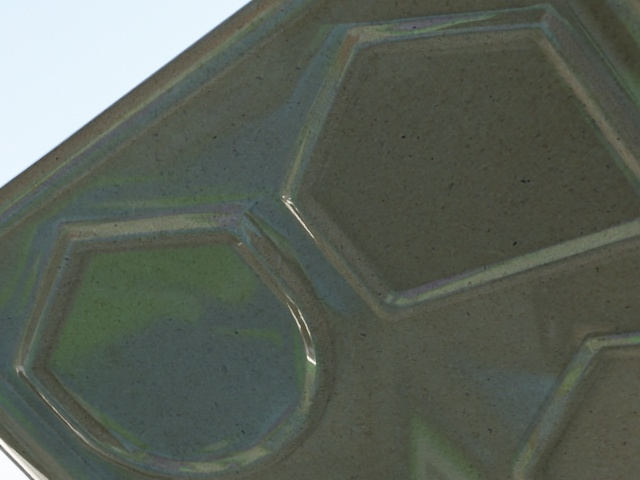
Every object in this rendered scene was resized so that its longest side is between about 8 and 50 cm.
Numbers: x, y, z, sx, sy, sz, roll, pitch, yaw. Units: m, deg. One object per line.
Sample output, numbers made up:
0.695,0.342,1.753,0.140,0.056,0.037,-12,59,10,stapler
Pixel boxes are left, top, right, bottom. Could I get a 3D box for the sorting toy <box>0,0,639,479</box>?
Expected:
0.000,0.000,0.346,0.229,0.307,0.041,-32,19,25,sorting toy
